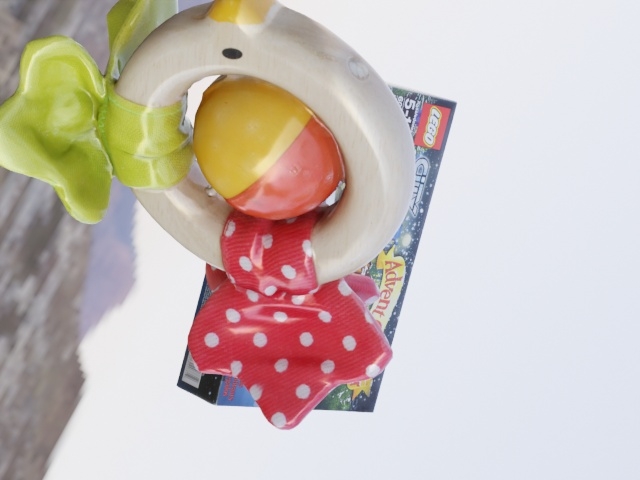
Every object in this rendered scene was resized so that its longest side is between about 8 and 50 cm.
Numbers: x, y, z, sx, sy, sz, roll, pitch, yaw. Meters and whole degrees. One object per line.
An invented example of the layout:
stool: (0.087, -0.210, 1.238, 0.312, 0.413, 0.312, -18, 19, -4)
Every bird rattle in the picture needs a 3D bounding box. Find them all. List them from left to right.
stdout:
bird rattle: (-0.041, -0.028, 0.942, 0.207, 0.253, 0.143, -36, -173, 44)

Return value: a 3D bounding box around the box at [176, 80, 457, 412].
box: (0.000, 0.000, 1.239, 0.044, 0.159, 0.233, 21, -81, 43)
